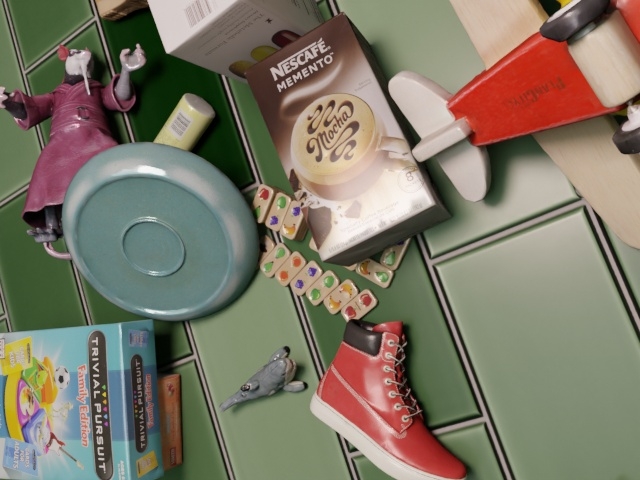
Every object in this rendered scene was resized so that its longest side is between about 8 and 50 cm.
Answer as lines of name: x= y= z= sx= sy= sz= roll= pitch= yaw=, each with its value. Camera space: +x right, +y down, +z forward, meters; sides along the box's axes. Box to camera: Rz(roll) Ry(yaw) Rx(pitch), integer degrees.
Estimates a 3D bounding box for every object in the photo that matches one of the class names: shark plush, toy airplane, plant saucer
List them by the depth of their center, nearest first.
toy airplane: x=0.264 y=-0.195 z=0.743 sx=0.272 sy=0.386 sz=0.384 roll=-42 pitch=55 yaw=-20
shark plush: x=-0.100 y=0.216 z=1.035 sx=0.161 sy=0.067 sz=0.073 roll=-22 pitch=79 yaw=27
plant saucer: x=-0.255 y=0.004 z=1.039 sx=0.318 sy=0.043 sz=0.317 roll=3 pitch=119 yaw=6

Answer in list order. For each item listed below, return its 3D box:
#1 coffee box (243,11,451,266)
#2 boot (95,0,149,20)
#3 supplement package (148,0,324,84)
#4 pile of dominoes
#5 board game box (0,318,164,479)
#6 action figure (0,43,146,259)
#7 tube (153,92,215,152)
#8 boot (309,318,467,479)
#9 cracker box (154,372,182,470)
coffee box: x=0.035 y=-0.134 z=0.923 sx=0.168 sy=0.119 sz=0.297 roll=-28 pitch=75 yaw=16
boot: x=-0.311 y=-0.508 z=1.151 sx=0.249 sy=0.090 sz=0.206 roll=-4 pitch=89 yaw=32
supplement package: x=-0.108 y=-0.323 z=0.949 sx=0.139 sy=0.244 sz=0.133 roll=-27 pitch=76 yaw=27
pile of dominoes: x=0.000 y=0.000 z=1.001 sx=0.251 sy=0.040 sz=0.195 roll=29 pitch=102 yaw=27
board game box: x=-0.425 y=0.272 z=1.131 sx=0.336 sy=0.079 sz=0.253 roll=-8 pitch=84 yaw=29
action figure: x=-0.409 y=-0.186 z=1.185 sx=0.248 sy=0.275 sz=0.369 roll=-6 pitch=65 yaw=-5
tube: x=-0.267 y=-0.141 z=1.145 sx=0.062 sy=0.070 sz=0.240 roll=34 pitch=114 yaw=-14
boot: x=0.113 y=0.213 z=0.911 sx=0.244 sy=0.088 sz=0.176 roll=29 pitch=101 yaw=30
cracker box: x=-0.352 y=0.310 z=1.173 sx=0.232 sy=0.067 sz=0.155 roll=-3 pitch=88 yaw=30
